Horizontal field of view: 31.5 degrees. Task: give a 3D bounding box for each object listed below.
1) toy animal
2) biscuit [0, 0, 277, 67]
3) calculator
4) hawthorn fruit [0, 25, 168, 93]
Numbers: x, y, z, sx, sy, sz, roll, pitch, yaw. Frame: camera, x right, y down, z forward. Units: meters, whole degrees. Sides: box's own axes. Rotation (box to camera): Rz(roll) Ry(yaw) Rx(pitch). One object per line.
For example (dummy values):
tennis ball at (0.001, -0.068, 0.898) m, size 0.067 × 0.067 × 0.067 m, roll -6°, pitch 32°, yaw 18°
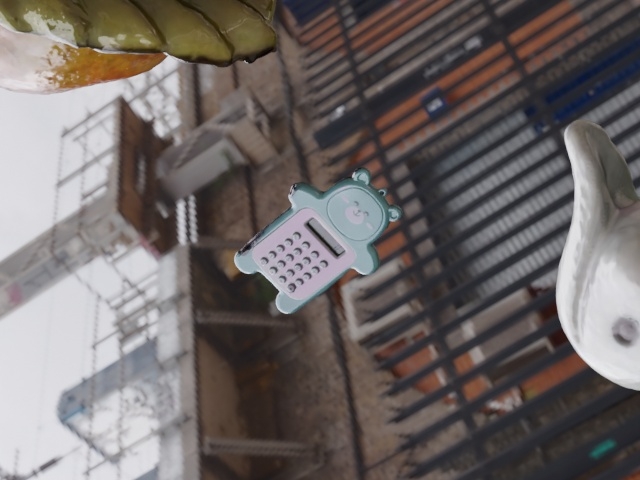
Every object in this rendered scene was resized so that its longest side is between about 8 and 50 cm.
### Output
toy animal at (0.316, -0.019, 1.001) m, size 0.249 × 0.289 × 0.174 m, roll 50°, pitch 174°, yaw -5°
biscuit at (-0.161, -0.169, 0.626) m, size 0.273 × 0.036 × 0.187 m, roll 38°, pitch -141°, yaw 28°
calculator at (0.000, 0.000, 0.884) m, size 0.094 × 0.141 × 0.019 m, roll 46°, pitch -153°, yaw -12°
hawthorn fruit at (-0.339, -0.434, 1.497) m, size 0.472 × 0.472 × 0.472 m, roll 52°, pitch -164°, yaw -21°
